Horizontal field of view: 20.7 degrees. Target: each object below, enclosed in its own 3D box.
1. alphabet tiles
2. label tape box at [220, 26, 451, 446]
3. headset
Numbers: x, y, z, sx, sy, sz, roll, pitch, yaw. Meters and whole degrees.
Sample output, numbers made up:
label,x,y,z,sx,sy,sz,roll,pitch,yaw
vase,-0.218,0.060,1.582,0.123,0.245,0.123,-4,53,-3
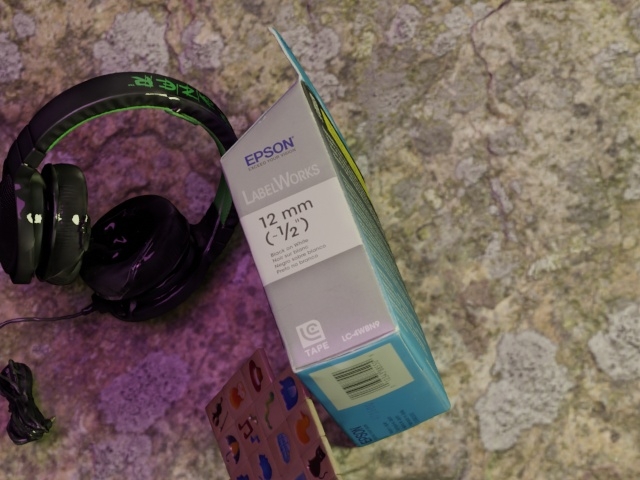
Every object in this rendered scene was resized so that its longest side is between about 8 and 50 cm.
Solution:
label,x,y,z,sx,sy,sz,roll,pitch,yaw
alphabet tiles,-0.044,0.232,1.662,0.198,0.009,0.237,-49,53,43
label tape box,0.000,0.000,1.718,0.115,0.249,0.348,-25,64,5
headset,-0.229,0.018,1.795,0.394,0.243,0.185,-55,32,22
